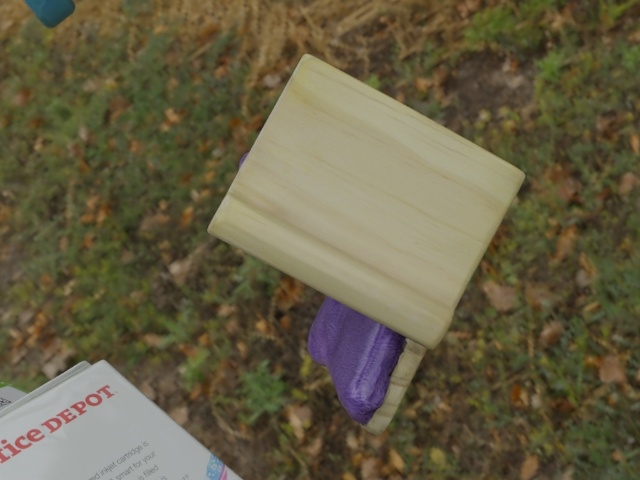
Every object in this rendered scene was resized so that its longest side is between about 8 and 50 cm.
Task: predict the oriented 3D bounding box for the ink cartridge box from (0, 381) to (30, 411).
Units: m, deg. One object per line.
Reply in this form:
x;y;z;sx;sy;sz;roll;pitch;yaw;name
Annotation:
-0.086;0.194;0.535;0.255;0.189;0.097;15;13;24;ink cartridge box

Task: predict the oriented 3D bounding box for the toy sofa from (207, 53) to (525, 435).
0.000;0.000;0.841;0.177;0.150;0.362;-61;4;-1;toy sofa

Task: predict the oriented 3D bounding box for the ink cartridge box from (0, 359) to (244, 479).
-0.067;0.108;0.400;0.088;0.122;0.052;-30;-27;-51;ink cartridge box

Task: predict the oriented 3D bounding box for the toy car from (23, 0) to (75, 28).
-0.235;-0.338;1.172;0.219;0.210;0.238;-40;20;-4;toy car
